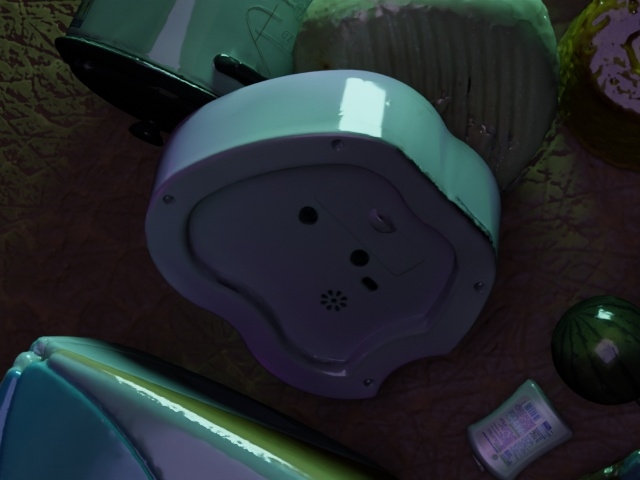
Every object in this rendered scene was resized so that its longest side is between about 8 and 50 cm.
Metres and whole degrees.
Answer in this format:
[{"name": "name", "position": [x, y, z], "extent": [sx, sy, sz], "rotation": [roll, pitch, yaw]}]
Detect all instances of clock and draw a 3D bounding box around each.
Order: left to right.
[{"name": "clock", "position": [0.000, 0.000, 1.511], "extent": [0.338, 0.102, 0.339], "rotation": [4, 129, 5]}]

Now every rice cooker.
[{"name": "rice cooker", "position": [-0.129, -0.203, 1.594], "extent": [0.280, 0.241, 0.227], "rotation": [18, 82, 50]}]

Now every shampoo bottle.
[{"name": "shampoo bottle", "position": [0.194, 0.195, 1.591], "extent": [0.099, 0.043, 0.072], "rotation": [-39, 79, 6]}]

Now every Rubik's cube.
[{"name": "Rubik's cube", "position": [-0.151, 0.308, 1.489], "extent": [0.347, 0.352, 0.352], "rotation": [25, 92, 13]}]

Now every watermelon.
[{"name": "watermelon", "position": [0.287, 0.118, 1.555], "extent": [0.105, 0.105, 0.133], "rotation": [-35, 103, 6]}]

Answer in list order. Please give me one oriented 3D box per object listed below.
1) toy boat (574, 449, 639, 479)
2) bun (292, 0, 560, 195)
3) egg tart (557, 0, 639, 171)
[{"name": "toy boat", "position": [0.230, 0.314, 1.557], "extent": [0.276, 0.084, 0.111], "rotation": [-41, 82, 8]}, {"name": "bun", "position": [0.099, -0.156, 1.557], "extent": [0.272, 0.168, 0.273], "rotation": [-5, 122, -8]}, {"name": "egg tart", "position": [0.321, -0.172, 1.551], "extent": [0.202, 0.147, 0.203], "rotation": [-1, 85, 13]}]
